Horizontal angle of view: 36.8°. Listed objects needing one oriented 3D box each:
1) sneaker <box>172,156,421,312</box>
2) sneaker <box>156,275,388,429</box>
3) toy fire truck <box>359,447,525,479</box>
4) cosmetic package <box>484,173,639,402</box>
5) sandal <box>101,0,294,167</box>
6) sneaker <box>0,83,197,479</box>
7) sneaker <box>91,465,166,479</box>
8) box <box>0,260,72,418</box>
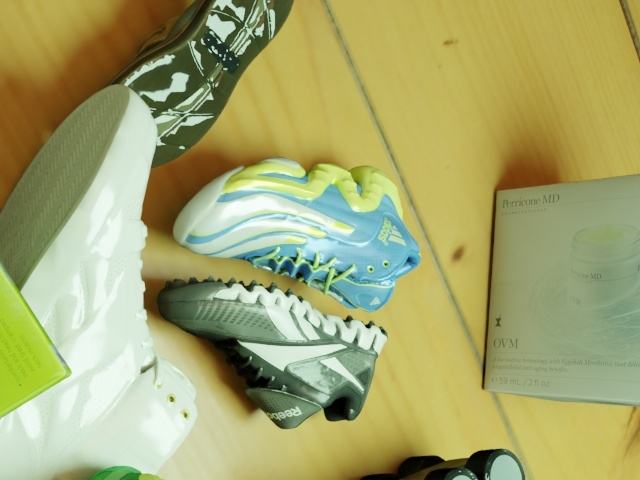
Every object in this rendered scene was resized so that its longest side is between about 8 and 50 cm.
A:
[{"bbox_3d":[0.000,0.000,0.791,0.240,0.091,0.126,-12,58,-43],"label":"sneaker"},{"bbox_3d":[-0.035,0.098,0.788,0.234,0.078,0.106,22,69,-41],"label":"sneaker"},{"bbox_3d":[0.089,0.331,0.855,0.217,0.158,0.247,-10,83,-43],"label":"toy fire truck"},{"bbox_3d":[0.303,0.056,1.000,0.138,0.224,0.225,15,76,-41],"label":"cosmetic package"},{"bbox_3d":[-0.107,-0.144,0.749,0.219,0.060,0.090,-54,136,-10],"label":"sandal"},{"bbox_3d":[-0.151,0.052,0.679,0.169,0.108,0.293,31,76,-38],"label":"sneaker"},{"bbox_3d":[-0.156,0.281,0.625,0.109,0.123,0.296,22,98,-45],"label":"sneaker"},{"bbox_3d":[-0.249,0.081,0.552,0.178,0.042,0.109,-33,87,-12],"label":"box"}]
